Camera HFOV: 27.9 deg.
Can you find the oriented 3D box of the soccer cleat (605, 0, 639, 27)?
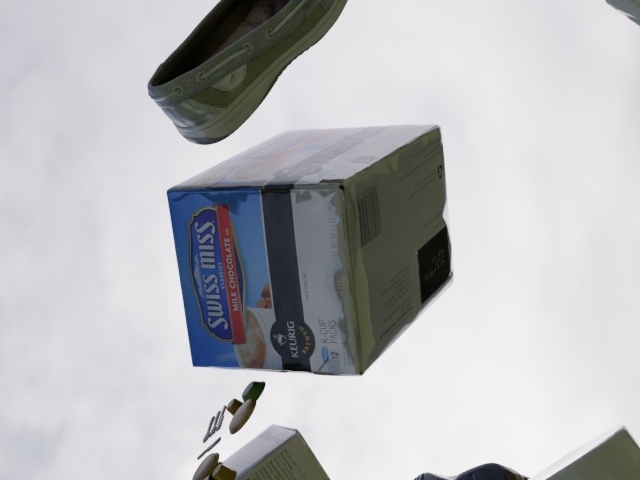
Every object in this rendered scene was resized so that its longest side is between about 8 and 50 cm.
[{"bbox_3d":[0.342,-0.241,1.319,0.068,0.076,0.196,-37,-91,-31],"label":"soccer cleat"}]

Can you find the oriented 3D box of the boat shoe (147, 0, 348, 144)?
[{"bbox_3d":[-0.070,-0.256,1.451,0.320,0.118,0.103,-51,-42,-9],"label":"boat shoe"}]

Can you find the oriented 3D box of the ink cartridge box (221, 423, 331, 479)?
[{"bbox_3d":[-0.097,0.307,1.483,0.203,0.148,0.086,-36,-85,-14],"label":"ink cartridge box"}]

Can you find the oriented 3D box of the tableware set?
[{"bbox_3d":[-0.100,0.225,1.449,0.024,0.104,0.154,38,-151,-14],"label":"tableware set"}]

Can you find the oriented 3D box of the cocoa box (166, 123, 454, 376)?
[{"bbox_3d":[0.000,0.000,1.597,0.347,0.228,0.231,-35,-58,-61],"label":"cocoa box"}]

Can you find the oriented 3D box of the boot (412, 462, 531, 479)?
[{"bbox_3d":[0.302,0.436,1.976,0.284,0.377,0.138,15,-115,-18],"label":"boot"}]

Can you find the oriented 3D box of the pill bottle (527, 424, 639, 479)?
[{"bbox_3d":[0.364,0.397,1.406,0.204,0.204,0.361,-21,-106,-49],"label":"pill bottle"}]
